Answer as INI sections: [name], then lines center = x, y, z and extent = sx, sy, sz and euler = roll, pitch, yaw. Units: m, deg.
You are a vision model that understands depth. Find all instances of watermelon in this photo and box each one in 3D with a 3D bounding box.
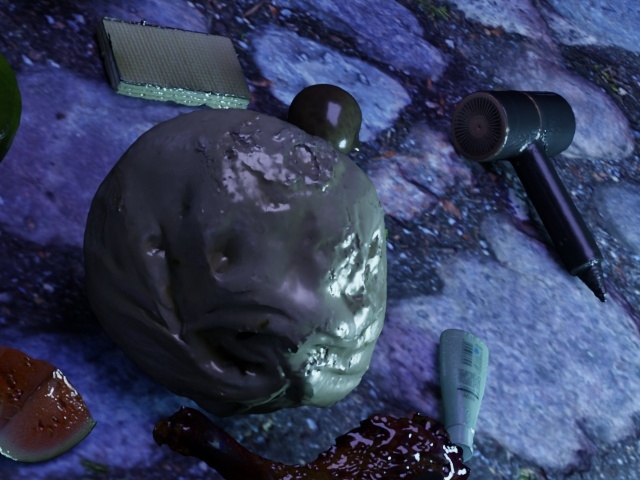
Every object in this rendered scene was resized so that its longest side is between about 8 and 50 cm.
[watermelon]
center = -0.279, 0.157, 1.683
extent = 0.135, 0.094, 0.125
euler = 19, 33, -31

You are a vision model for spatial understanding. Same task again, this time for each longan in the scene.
[longan]
center = 0.010, -0.156, 2.243
extent = 0.113, 0.092, 0.113
euler = 23, 42, -22

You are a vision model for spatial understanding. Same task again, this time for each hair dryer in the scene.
[hair dryer]
center = 0.342, -0.063, 2.444
extent = 0.189, 0.107, 0.352
euler = -6, 64, -46

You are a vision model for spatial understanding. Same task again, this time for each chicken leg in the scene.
[chicken leg]
center = -0.001, 0.251, 1.765
extent = 0.407, 0.158, 0.096
euler = 12, 2, -36

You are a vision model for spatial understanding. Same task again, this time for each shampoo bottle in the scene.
[shampoo bottle]
center = 0.174, 0.191, 2.069
extent = 0.069, 0.041, 0.190
euler = 31, 38, -19

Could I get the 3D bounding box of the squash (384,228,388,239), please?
[squash]
center = 0.002, -0.005, 2.103
extent = 0.132, 0.105, 0.105
euler = 33, 34, 19

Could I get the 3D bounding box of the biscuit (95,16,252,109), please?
[biscuit]
center = -0.192, -0.229, 2.193
extent = 0.199, 0.040, 0.121
euler = 6, 51, -34

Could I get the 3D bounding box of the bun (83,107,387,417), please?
[bun]
center = -0.092, 0.038, 1.769
extent = 0.326, 0.362, 0.234
euler = -5, 39, 14

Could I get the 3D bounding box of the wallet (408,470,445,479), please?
[wallet]
center = 0.091, 0.362, 1.640
extent = 0.052, 0.169, 0.245
euler = 6, 60, -47

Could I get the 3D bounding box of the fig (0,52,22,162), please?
[fig]
center = -0.425, -0.141, 1.842
extent = 0.203, 0.203, 0.235
euler = 36, -2, -4
